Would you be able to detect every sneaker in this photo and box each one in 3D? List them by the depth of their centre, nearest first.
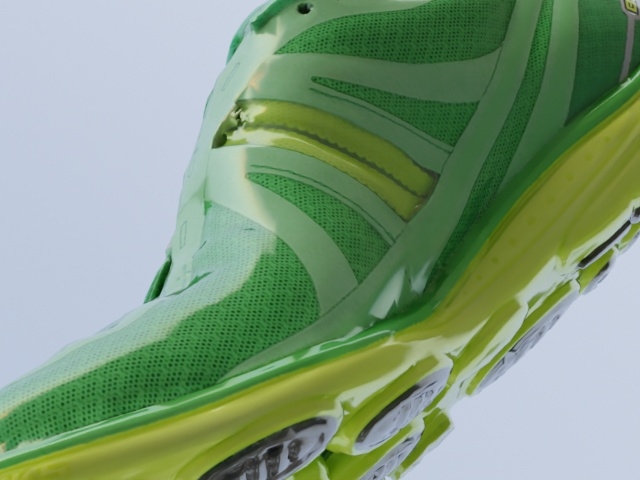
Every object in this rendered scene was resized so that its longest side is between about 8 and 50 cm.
[{"bbox_3d":[0.000,0.000,0.452,0.123,0.109,0.295,41,-129,17],"label":"sneaker"}]
